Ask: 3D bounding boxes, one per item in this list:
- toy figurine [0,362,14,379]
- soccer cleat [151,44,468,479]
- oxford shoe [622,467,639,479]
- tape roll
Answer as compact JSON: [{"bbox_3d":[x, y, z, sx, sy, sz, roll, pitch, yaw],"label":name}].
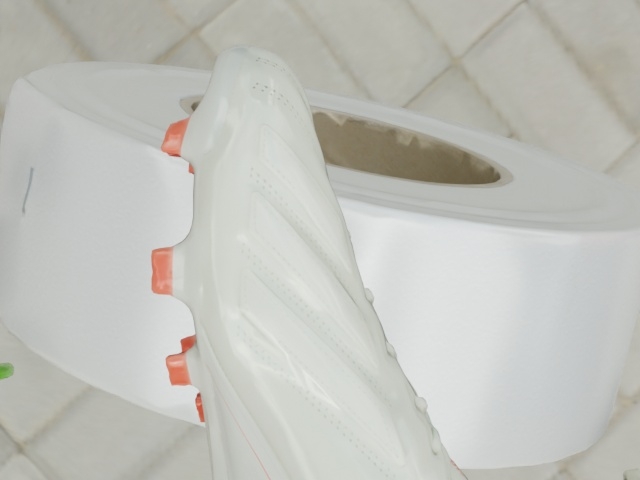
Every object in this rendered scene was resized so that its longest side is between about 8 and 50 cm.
[{"bbox_3d":[-0.221,-0.001,0.700,0.173,0.130,0.159,-12,89,-49],"label":"toy figurine"},{"bbox_3d":[0.003,0.049,0.397,0.076,0.068,0.196,-5,84,5],"label":"soccer cleat"},{"bbox_3d":[0.181,0.219,1.039,0.449,0.169,0.130,-12,104,-22],"label":"oxford shoe"},{"bbox_3d":[0.000,0.000,0.721,0.286,0.286,0.100,9,104,-14],"label":"tape roll"}]
